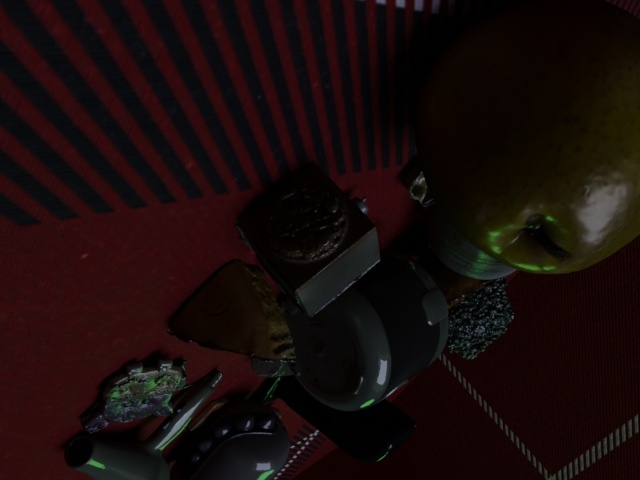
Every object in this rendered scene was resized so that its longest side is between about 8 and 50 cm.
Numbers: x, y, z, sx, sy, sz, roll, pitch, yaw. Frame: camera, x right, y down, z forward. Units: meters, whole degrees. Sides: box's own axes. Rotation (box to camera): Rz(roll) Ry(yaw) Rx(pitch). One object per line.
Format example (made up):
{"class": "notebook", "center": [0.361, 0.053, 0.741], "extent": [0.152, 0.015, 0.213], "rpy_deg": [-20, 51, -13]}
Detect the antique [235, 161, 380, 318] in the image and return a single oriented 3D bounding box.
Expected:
{"class": "antique", "center": [-0.016, -0.001, 0.901], "extent": [0.152, 0.147, 0.148], "rpy_deg": [-39, 158, -10]}

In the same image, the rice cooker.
{"class": "rice cooker", "center": [0.086, 0.170, 1.252], "extent": [0.277, 0.288, 0.288], "rpy_deg": [-20, 151, -45]}

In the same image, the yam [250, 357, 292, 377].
{"class": "yam", "center": [-0.082, 0.269, 1.431], "extent": [0.078, 0.078, 0.179], "rpy_deg": [-46, 156, 13]}

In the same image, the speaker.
{"class": "speaker", "center": [0.023, 0.437, 1.597], "extent": [0.180, 0.388, 0.184], "rpy_deg": [2, 116, -60]}

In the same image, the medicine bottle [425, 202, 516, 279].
{"class": "medicine bottle", "center": [0.347, -0.069, 1.272], "extent": [0.238, 0.238, 0.232], "rpy_deg": [-34, 158, -18]}

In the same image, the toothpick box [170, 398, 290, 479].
{"class": "toothpick box", "center": [-0.216, 0.521, 1.526], "extent": [0.316, 0.229, 0.229], "rpy_deg": [-52, 157, 22]}

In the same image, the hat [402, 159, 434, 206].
{"class": "hat", "center": [0.191, -0.113, 1.160], "extent": [0.077, 0.059, 0.076], "rpy_deg": [-45, 130, 15]}

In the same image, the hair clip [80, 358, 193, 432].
{"class": "hair clip", "center": [-0.288, 0.247, 1.051], "extent": [0.187, 0.056, 0.146], "rpy_deg": [-11, 138, -48]}

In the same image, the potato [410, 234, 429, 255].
{"class": "potato", "center": [0.242, 0.015, 1.536], "extent": [0.051, 0.040, 0.083], "rpy_deg": [-36, 158, 1]}

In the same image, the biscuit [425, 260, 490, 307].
{"class": "biscuit", "center": [0.290, 0.103, 1.484], "extent": [0.325, 0.107, 0.326], "rpy_deg": [-35, 174, -4]}

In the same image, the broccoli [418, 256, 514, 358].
{"class": "broccoli", "center": [0.386, 0.160, 1.805], "extent": [0.347, 0.281, 0.293], "rpy_deg": [27, 90, -31]}

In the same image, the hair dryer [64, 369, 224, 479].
{"class": "hair dryer", "center": [-0.337, 0.364, 1.179], "extent": [0.298, 0.119, 0.296], "rpy_deg": [-60, 154, 3]}

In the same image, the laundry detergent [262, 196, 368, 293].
{"class": "laundry detergent", "center": [-0.001, -0.001, 1.050], "extent": [0.206, 0.061, 0.097], "rpy_deg": [-41, 151, -4]}

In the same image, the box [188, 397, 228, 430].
{"class": "box", "center": [-0.260, 0.403, 1.467], "extent": [0.093, 0.015, 0.058], "rpy_deg": [-47, 161, 15]}

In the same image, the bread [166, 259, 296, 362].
{"class": "bread", "center": [-0.142, 0.145, 0.999], "extent": [0.160, 0.169, 0.140], "rpy_deg": [-30, 163, 13]}

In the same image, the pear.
{"class": "pear", "center": [0.312, -0.155, 0.880], "extent": [0.362, 0.362, 0.418], "rpy_deg": [105, 9, -56]}

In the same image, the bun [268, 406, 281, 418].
{"class": "bun", "center": [-0.154, 0.513, 1.823], "extent": [0.086, 0.055, 0.086], "rpy_deg": [-42, 174, -6]}
